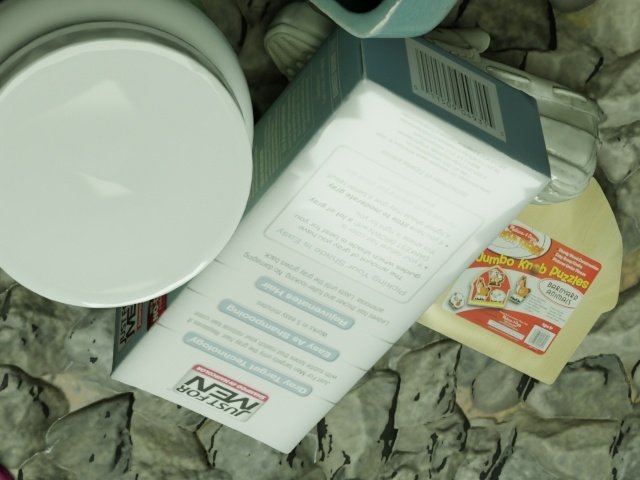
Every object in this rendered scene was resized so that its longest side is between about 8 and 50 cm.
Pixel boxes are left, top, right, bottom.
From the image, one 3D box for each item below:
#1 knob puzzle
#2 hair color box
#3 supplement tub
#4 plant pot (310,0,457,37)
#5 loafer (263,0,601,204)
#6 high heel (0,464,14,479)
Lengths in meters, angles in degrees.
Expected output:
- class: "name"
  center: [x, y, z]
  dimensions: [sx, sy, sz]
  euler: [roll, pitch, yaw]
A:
- class: "knob puzzle"
  center: [0.193, 0.017, 1.781]
  dimensions: [0.213, 0.030, 0.213]
  euler: [-6, 115, -12]
- class: "hair color box"
  center: [0.000, 0.000, 1.607]
  dimensions: [0.185, 0.113, 0.374]
  euler: [26, 124, -23]
- class: "supplement tub"
  center: [-0.181, -0.107, 1.456]
  dimensions: [0.235, 0.325, 0.235]
  euler: [-6, 115, -13]
- class: "plant pot"
  center: [0.055, -0.303, 1.463]
  dimensions: [0.247, 0.252, 0.248]
  euler: [40, 101, 16]
- class: "loafer"
  center: [0.100, -0.135, 1.657]
  dimensions: [0.319, 0.112, 0.111]
  euler: [25, 69, -23]
- class: "high heel"
  center: [-0.330, 0.216, 1.641]
  dimensions: [0.127, 0.181, 0.377]
  euler: [-23, 117, -5]
